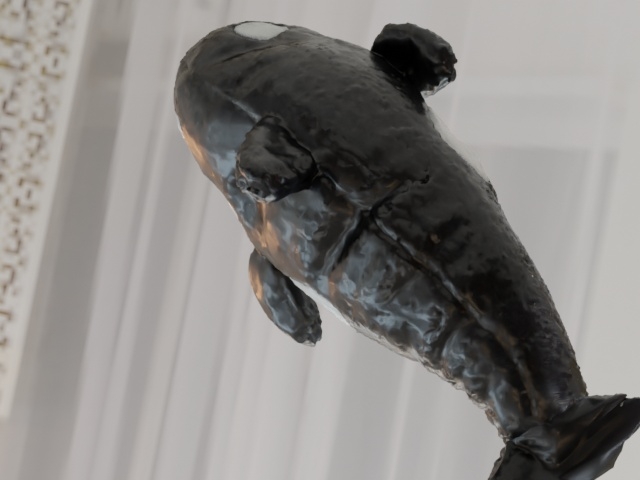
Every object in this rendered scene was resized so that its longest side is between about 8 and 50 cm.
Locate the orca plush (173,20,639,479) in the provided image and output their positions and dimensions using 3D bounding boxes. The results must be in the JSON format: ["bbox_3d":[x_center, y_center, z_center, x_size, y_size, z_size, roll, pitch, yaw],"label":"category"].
[{"bbox_3d":[0.000,0.000,0.684,0.102,0.287,0.151,7,138,-44],"label":"orca plush"}]
